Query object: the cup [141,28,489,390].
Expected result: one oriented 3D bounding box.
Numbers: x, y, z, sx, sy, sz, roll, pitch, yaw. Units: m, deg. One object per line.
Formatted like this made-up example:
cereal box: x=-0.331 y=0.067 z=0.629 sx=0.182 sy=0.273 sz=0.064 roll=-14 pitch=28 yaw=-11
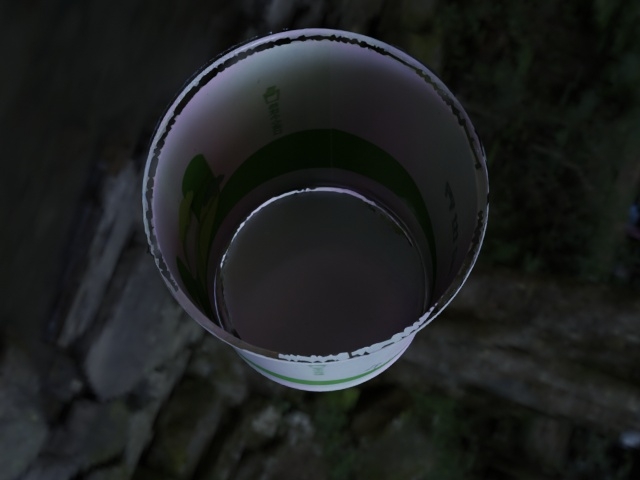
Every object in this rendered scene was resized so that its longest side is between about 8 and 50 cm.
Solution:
cup: x=0.000 y=0.000 z=1.191 sx=0.274 sy=0.253 sz=0.253 roll=84 pitch=27 yaw=-73
